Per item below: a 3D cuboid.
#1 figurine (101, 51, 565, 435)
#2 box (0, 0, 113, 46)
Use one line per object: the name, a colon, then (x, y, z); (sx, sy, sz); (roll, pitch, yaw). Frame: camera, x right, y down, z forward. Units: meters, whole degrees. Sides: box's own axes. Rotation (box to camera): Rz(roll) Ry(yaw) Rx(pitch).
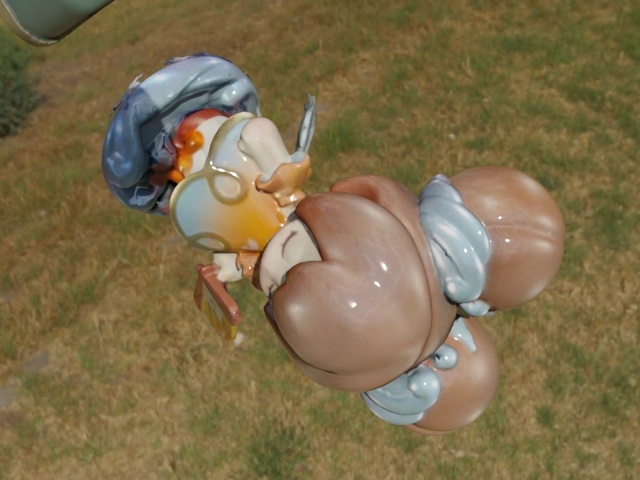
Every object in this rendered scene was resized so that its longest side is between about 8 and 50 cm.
figurine: (-0.001, 0.001, 0.808); (0.248, 0.276, 0.388); (-18, 46, -40)
box: (-0.101, -0.140, 0.347); (0.031, 0.091, 0.126); (-17, 26, 27)
